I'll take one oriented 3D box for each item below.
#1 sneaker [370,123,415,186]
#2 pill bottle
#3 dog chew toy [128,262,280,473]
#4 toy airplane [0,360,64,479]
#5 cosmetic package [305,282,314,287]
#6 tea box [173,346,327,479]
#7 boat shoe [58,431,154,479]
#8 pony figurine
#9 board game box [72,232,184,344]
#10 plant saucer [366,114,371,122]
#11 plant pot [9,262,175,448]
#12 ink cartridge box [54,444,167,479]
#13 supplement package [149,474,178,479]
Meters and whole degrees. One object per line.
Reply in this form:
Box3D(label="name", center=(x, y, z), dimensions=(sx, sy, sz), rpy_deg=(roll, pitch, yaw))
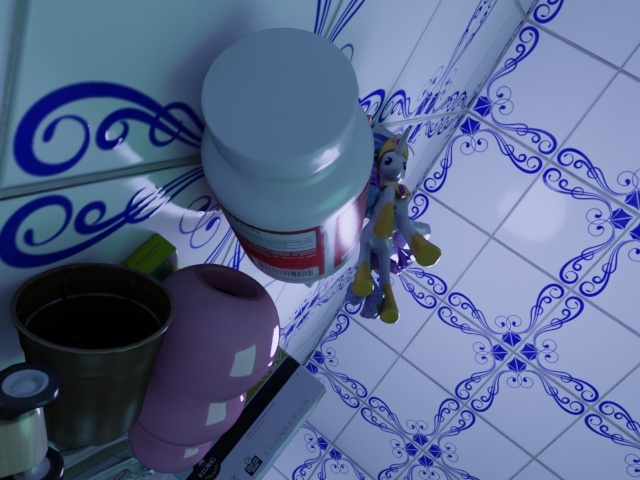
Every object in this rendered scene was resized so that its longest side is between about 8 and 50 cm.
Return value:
Box3D(label="sneaker", center=(0.171, -0.196, 1.414), dimensions=(0.182, 0.127, 0.315), rpy_deg=(-55, 169, -4))
Box3D(label="pill bottle", center=(-0.041, -0.093, 0.707), dimensions=(0.229, 0.229, 0.408), rpy_deg=(-50, 167, -15))
Box3D(label="dog chew toy", center=(-0.193, 0.205, 0.728), dimensions=(0.332, 0.206, 0.206), rpy_deg=(-66, 164, 14))
Box3D(label="toy airplane", center=(-0.369, 0.237, 0.305), dimensions=(0.384, 0.272, 0.387), rpy_deg=(126, -29, -69))
Box3D(label="cosmetic package", center=(0.000, 0.000, 1.322), dimensions=(0.238, 0.127, 0.107), rpy_deg=(-47, 166, -35))
Box3D(label="tea box", center=(-0.215, 0.381, 1.096), dimensions=(0.329, 0.323, 0.220), rpy_deg=(-48, 167, -25))
Box3D(label="boat shoe", center=(-0.360, 0.379, 0.798), dimensions=(0.320, 0.103, 0.118), rpy_deg=(-13, 163, -29))
Box3D(label="pony figurine", center=(0.128, -0.016, 1.025), dimensions=(0.364, 0.302, 0.351), rpy_deg=(-86, -168, -46))
Box3D(label="board game box", center=(-0.284, 0.081, 0.707), dimensions=(0.181, 0.043, 0.092), rpy_deg=(-48, 166, -24))
Box3D(label="plant saucer", center=(0.022, -0.157, 1.165), dimensions=(0.259, 0.047, 0.258), rpy_deg=(-50, 167, -15))
Box3D(label="plant pot", center=(-0.267, 0.139, 0.568), dimensions=(0.167, 0.166, 0.165), rpy_deg=(-32, 143, -58))
Box3D(label="ink cartridge box", center=(-0.379, 0.401, 0.885), dimensions=(0.104, 0.180, 0.060), rpy_deg=(-45, 167, -33))
Box3D(label="supplement package", center=(-0.392, 0.630, 1.443), dimensions=(0.178, 0.175, 0.293), rpy_deg=(-56, 167, 3))
